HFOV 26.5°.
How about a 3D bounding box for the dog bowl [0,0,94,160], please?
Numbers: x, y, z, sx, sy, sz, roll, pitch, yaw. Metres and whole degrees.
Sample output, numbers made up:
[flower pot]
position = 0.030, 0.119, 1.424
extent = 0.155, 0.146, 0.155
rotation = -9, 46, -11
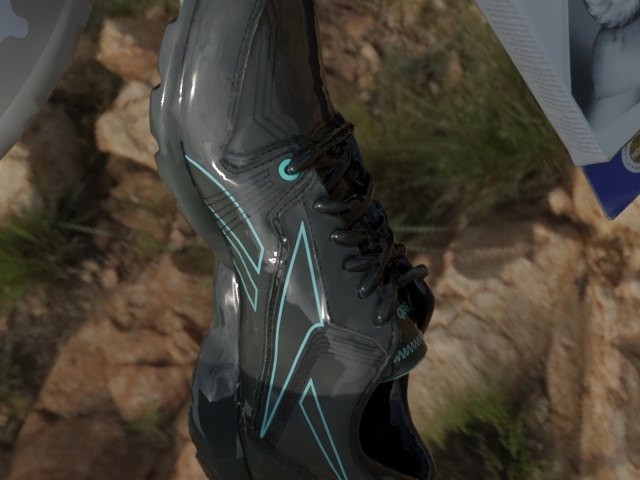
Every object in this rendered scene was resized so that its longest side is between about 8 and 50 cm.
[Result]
[dog bowl]
position = -0.293, -0.164, 0.789
extent = 0.349, 0.102, 0.348
rotation = -11, 65, 25

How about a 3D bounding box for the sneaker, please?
[sneaker]
position = 0.000, 0.000, 0.586
extent = 0.106, 0.267, 0.101
rotation = 11, 30, 29

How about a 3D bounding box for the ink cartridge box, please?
[ink cartridge box]
position = 0.196, -0.152, 0.731
extent = 0.223, 0.224, 0.045
rotation = -44, 31, -9
